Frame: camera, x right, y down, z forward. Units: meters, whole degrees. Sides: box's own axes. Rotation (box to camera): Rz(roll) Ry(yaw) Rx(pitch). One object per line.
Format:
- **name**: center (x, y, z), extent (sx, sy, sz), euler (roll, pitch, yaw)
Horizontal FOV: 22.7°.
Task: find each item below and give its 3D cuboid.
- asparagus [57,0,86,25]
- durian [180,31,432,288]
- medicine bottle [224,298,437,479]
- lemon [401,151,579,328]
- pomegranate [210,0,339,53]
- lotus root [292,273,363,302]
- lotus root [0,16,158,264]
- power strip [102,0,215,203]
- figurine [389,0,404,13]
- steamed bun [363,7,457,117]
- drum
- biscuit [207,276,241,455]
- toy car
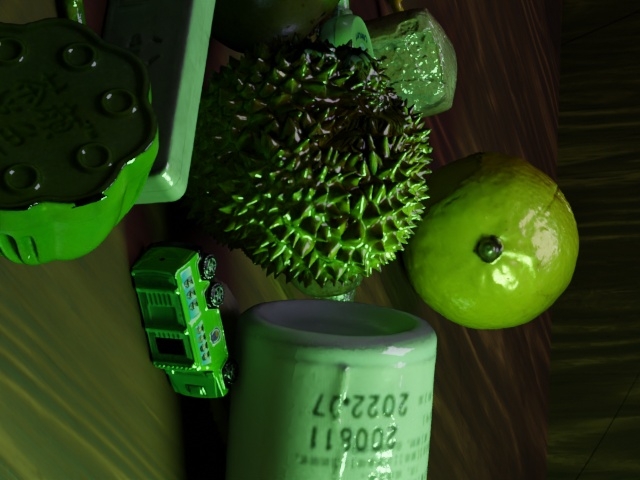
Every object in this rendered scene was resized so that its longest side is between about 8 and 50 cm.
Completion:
- **asparagus**: center (-0.214, -0.174, 1.400), extent (0.025, 0.021, 0.108), euler (-36, 122, -65)
- **durian**: center (-0.022, -0.079, 1.630), extent (0.224, 0.291, 0.291), euler (-46, -154, 47)
- **medicine bottle**: center (0.004, 0.259, 1.637), extent (0.211, 0.211, 0.372), euler (-26, 121, -72)
- **lemon**: center (0.264, 0.000, 2.497), extent (0.297, 0.297, 0.297), euler (-3, 90, -73)
- **pomegranate**: center (-0.070, -0.303, 1.693), extent (0.210, 0.180, 0.180), euler (56, 21, -3)
- **lotus root**: center (0.000, 0.000, 1.918), extent (0.120, 0.120, 0.210), euler (-70, 153, -53)
- **lotus root**: center (-0.209, -0.046, 1.186), extent (0.186, 0.186, 0.186), euler (-3, 90, -73)
- **power strip**: center (-0.154, -0.168, 1.472), extent (0.053, 0.093, 0.288), euler (54, 36, -56)
- **figurine**: center (0.132, -0.426, 2.500), extent (0.178, 0.109, 0.130), euler (-76, 174, -63)
- **steamed bun**: center (0.125, -0.250, 2.321), extent (0.106, 0.144, 0.175), euler (-72, 148, -48)
- **drum**: center (0.022, -0.315, 2.160), extent (0.130, 0.049, 0.253), euler (-50, 129, -67)
- **biscuit**: center (-0.084, 0.169, 1.727), extent (0.290, 0.038, 0.141), euler (66, 27, -49)
- **toy car**: center (-0.132, 0.082, 1.541), extent (0.062, 0.071, 0.165), euler (-41, 127, -51)
